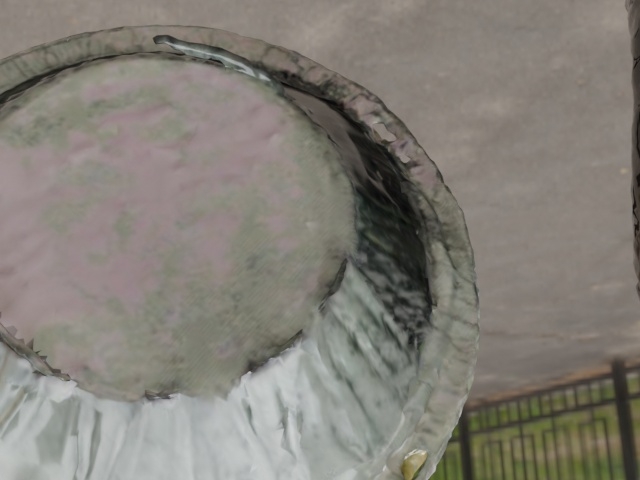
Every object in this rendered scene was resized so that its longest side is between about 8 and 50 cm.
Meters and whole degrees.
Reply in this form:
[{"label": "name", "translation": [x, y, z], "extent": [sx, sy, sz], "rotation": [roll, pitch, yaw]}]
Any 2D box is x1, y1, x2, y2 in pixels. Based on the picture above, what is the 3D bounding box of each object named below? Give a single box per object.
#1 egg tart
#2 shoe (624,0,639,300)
[{"label": "egg tart", "translation": [-0.055, 0.009, 0.391], "extent": [0.234, 0.234, 0.094], "rotation": [0, 150, -8]}, {"label": "shoe", "translation": [0.279, -0.114, 0.586], "extent": [0.237, 0.384, 0.171], "rotation": [11, 157, 22]}]
